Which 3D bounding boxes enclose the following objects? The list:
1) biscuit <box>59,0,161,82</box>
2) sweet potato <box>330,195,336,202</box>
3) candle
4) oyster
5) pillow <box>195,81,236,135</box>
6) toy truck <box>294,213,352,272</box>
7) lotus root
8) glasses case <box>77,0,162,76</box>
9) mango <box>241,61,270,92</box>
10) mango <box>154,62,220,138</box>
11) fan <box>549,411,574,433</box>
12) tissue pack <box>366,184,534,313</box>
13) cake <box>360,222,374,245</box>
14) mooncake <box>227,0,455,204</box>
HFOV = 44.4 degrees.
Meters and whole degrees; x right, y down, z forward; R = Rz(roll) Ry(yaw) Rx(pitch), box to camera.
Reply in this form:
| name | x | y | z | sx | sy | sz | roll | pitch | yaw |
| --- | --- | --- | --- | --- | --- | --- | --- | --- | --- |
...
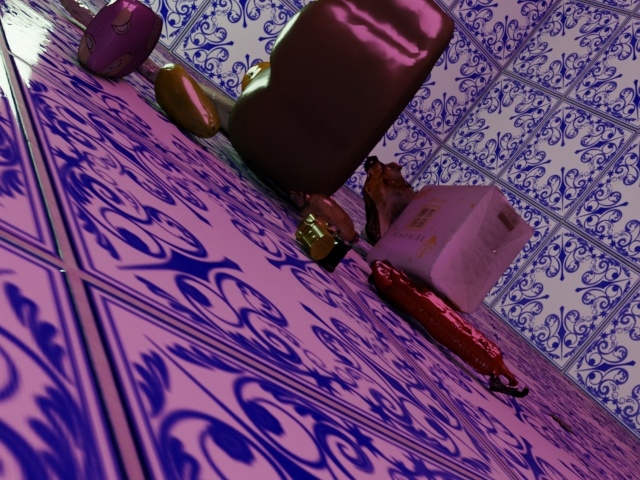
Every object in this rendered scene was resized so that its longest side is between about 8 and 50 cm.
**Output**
| name | x | y | z | sx | sy | sz | roll | pitch | yaw |
| --- | --- | --- | --- | --- | --- | --- | --- | --- | --- |
| biscuit | -0.425 | -0.414 | 1.637 | 0.289 | 0.038 | 0.141 | 37 | 5 | -31 |
| sweet potato | -0.028 | -0.148 | 1.969 | 0.065 | 0.051 | 0.218 | 36 | 6 | -47 |
| candle | 0.190 | 0.132 | 1.181 | 0.301 | 0.059 | 0.084 | 41 | 3 | 13 |
| oyster | 0.173 | -0.020 | 1.689 | 0.096 | 0.221 | 0.361 | -3 | -30 | 33 |
| pillow | -0.179 | -0.265 | 1.851 | 0.280 | 0.076 | 0.274 | 35 | 2 | 17 |
| toy truck | 0.000 | 0.000 | 1.074 | 0.054 | 0.049 | 0.083 | 34 | 9 | -29 |
| lotus root | 0.007 | -0.039 | 1.323 | 0.152 | 0.063 | 0.072 | 39 | -9 | -21 |
| glasses case | -0.306 | -0.315 | 1.221 | 0.075 | 0.123 | 0.316 | 36 | 7 | -10 |
| mango | -0.103 | -0.329 | 1.805 | 0.151 | 0.120 | 0.221 | 34 | -5 | 13 |
| mango | -0.226 | -0.227 | 1.304 | 0.165 | 0.074 | 0.091 | 56 | 8 | 28 |
| fan | 0.454 | 0.342 | 1.458 | 0.083 | 0.004 | 0.056 | 33 | 8 | -48 |
| tissue pack | 0.204 | 0.009 | 1.290 | 0.124 | 0.185 | 0.225 | 45 | -12 | -18 |
| cake | 0.238 | 0.010 | 1.958 | 0.172 | 0.158 | 0.283 | 30 | 14 | -51 |
| mooncake | 0.028 | -0.289 | 1.476 | 0.262 | 0.467 | 0.467 | 39 | 6 | -2 |
